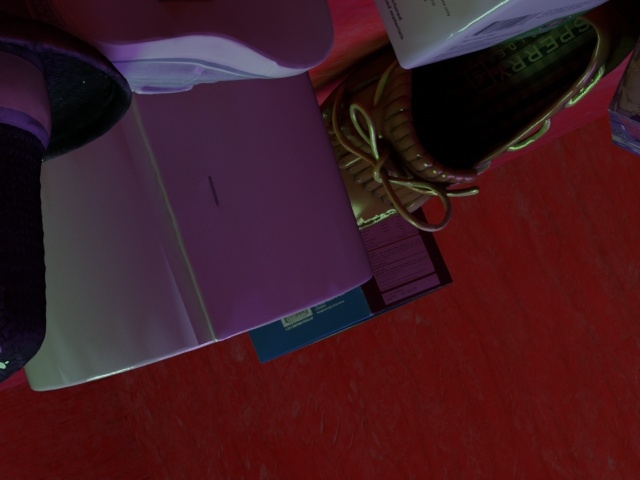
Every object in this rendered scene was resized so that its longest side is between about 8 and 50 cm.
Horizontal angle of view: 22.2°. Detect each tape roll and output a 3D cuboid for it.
[{"bbox_3d":[-0.104,-0.018,1.095,0.246,0.169,0.246,-18,-178,1],"label":"tape roll"}]

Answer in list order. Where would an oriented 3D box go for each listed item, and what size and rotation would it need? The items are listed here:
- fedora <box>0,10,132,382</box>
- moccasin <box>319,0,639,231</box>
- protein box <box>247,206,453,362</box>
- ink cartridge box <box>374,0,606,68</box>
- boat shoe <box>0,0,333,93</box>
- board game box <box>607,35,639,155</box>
[{"bbox_3d":[-0.240,0.014,0.731,0.334,0.152,0.334,-11,171,-2],"label":"fedora"},{"bbox_3d":[0.098,-0.097,1.356,0.380,0.139,0.147,-25,-167,34],"label":"moccasin"},{"bbox_3d":[0.000,0.000,1.790,0.136,0.201,0.200,-18,174,-43],"label":"protein box"},{"bbox_3d":[0.146,-0.189,0.964,0.153,0.086,0.208,-18,175,-40],"label":"ink cartridge box"},{"bbox_3d":[-0.083,-0.116,0.847,0.081,0.079,0.227,-17,174,36],"label":"boat shoe"},{"bbox_3d":[0.294,-0.175,1.321,0.208,0.056,0.347,-63,171,5],"label":"board game box"}]
